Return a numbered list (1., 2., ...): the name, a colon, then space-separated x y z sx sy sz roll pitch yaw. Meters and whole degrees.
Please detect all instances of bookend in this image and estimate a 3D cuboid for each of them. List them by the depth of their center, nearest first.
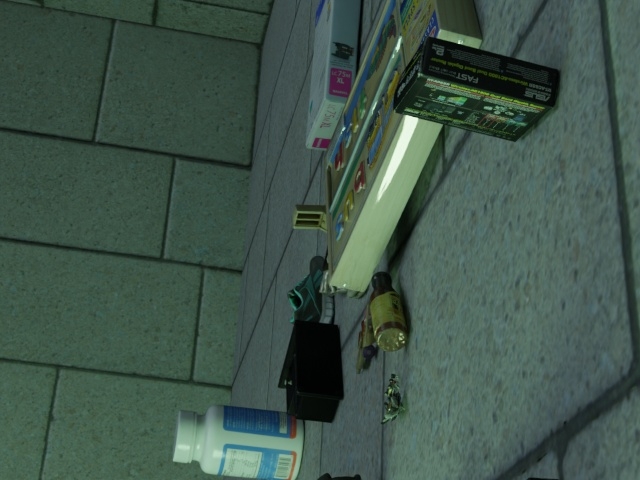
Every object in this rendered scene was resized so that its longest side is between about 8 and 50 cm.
1. bookend: -0.019 0.237 1.726 0.156 0.072 0.157 -93 14 -49

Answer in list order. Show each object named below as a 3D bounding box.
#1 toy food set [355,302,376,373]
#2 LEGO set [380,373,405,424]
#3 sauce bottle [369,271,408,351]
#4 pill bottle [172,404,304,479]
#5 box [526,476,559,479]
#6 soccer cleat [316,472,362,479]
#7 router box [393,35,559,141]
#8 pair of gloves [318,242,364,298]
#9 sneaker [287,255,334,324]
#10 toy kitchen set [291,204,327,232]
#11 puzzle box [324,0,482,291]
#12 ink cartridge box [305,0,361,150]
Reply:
1. toy food set: 0.065 0.130 1.480 0.122 0.019 0.078 100 175 -68
2. LEGO set: 0.089 0.189 1.283 0.083 0.023 0.054 -72 0 -51
3. sauce bottle: 0.081 0.083 1.340 0.128 0.042 0.042 -97 17 -55
4. pill bottle: -0.148 0.358 1.945 0.124 0.221 0.124 -171 90 -81
5. box: 0.145 0.264 0.825 0.162 0.029 0.116 108 167 -53
6. soccer cleat: 0.006 0.414 1.364 0.121 0.093 0.289 -103 21 -49
7. router box: 0.133 -0.130 0.951 0.092 0.122 0.038 130 151 -73
8. pair of gloves: 0.041 -0.014 1.677 0.240 0.042 0.204 166 112 -79
9. sneaker: -0.019 0.085 1.847 0.166 0.076 0.065 -92 14 -48
10. toy kitchen set: 0.000 0.000 1.599 0.083 0.075 0.068 -107 24 -47
11. puzzle box: 0.089 -0.167 1.384 0.272 0.052 0.409 -93 19 -47
12. ink cartridge box: 0.026 -0.344 2.005 0.186 0.065 0.311 119 156 -65
